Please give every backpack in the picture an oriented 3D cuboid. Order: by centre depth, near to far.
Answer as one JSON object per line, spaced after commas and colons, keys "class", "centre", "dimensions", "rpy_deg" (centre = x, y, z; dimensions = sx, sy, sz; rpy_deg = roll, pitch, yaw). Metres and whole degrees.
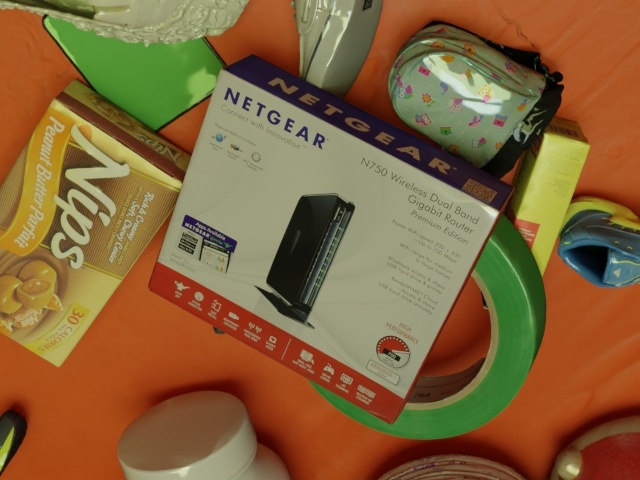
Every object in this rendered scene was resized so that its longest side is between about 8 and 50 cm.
{"class": "backpack", "centre": [0.166, -0.165, 1.185], "dimensions": [0.182, 0.115, 0.152], "rpy_deg": [32, 115, -8]}

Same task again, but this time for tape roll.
{"class": "tape roll", "centre": [0.106, 0.082, 1.266], "dimensions": [0.321, 0.077, 0.321], "rpy_deg": [9, 114, 20]}

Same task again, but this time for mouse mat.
{"class": "mouse mat", "centre": [-0.216, -0.225, 1.236], "dimensions": [0.152, 0.007, 0.190], "rpy_deg": [-31, 108, 16]}

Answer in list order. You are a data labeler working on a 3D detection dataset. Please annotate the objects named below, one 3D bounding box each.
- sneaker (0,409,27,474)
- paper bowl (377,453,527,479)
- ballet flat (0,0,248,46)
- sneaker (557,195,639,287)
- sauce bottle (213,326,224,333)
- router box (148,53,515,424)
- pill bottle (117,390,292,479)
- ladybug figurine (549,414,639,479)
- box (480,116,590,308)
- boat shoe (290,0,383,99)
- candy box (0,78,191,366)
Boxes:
{"class": "sneaker", "centre": [-0.528, 0.321, 1.450], "dimensions": [0.300, 0.111, 0.121], "rpy_deg": [-39, 103, 16]}
{"class": "paper bowl", "centre": [0.181, 0.417, 1.433], "dimensions": [0.284, 0.148, 0.284], "rpy_deg": [1, 115, 2]}
{"class": "ballet flat", "centre": [-0.273, -0.284, 1.137], "dimensions": [0.409, 0.147, 0.147], "rpy_deg": [7, 115, 1]}
{"class": "sneaker", "centre": [0.384, 0.029, 1.225], "dimensions": [0.240, 0.126, 0.091], "rpy_deg": [15, 126, 18]}
{"class": "sauce bottle", "centre": [-0.137, 0.059, 1.342], "dimensions": [0.042, 0.042, 0.128], "rpy_deg": [-5, 114, 5]}
{"class": "router box", "centre": [0.000, 0.000, 1.183], "dimensions": [0.335, 0.082, 0.301], "rpy_deg": [28, 119, 10]}
{"class": "pill bottle", "centre": [-0.126, 0.417, 1.404], "dimensions": [0.229, 0.229, 0.408], "rpy_deg": [-12, 113, 8]}
{"class": "ladybug figurine", "centre": [0.509, 0.399, 1.400], "dimensions": [0.449, 0.162, 0.305], "rpy_deg": [24, 114, -8]}
{"class": "box", "centre": [0.253, -0.029, 1.259], "dimensions": [0.058, 0.087, 0.232], "rpy_deg": [14, 116, -3]}
{"class": "boat shoe", "centre": [0.010, -0.266, 1.162], "dimensions": [0.088, 0.096, 0.267], "rpy_deg": [31, 131, 21]}
{"class": "candy box", "centre": [-0.312, -0.015, 1.290], "dimensions": [0.183, 0.087, 0.316], "rpy_deg": [34, 113, -12]}
